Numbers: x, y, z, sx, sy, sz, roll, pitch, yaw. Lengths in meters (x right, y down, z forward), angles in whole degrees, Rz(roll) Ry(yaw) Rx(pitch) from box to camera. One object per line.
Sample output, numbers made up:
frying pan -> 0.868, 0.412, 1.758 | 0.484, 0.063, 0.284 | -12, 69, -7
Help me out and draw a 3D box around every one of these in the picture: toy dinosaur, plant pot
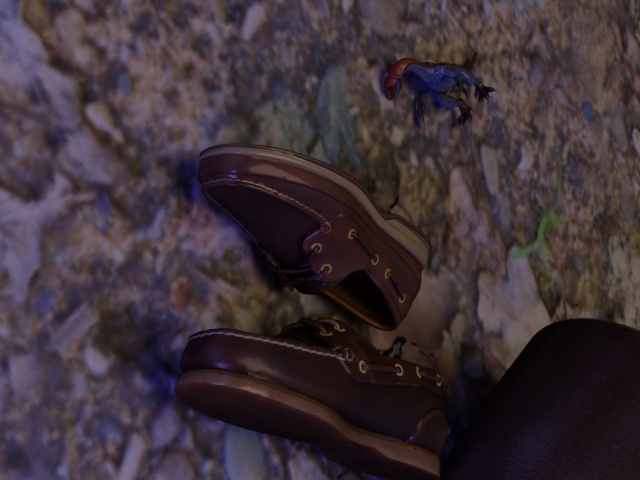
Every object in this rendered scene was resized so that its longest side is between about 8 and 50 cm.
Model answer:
toy dinosaur -> 0.074, -0.105, 0.792 | 0.082, 0.047, 0.090 | 29, 31, -31
plant pot -> 0.137, 0.200, 0.704 | 0.230, 0.215, 0.215 | -39, 113, -28

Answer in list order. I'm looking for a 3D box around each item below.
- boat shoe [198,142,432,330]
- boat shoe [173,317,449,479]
boat shoe -> 0.000, 0.000, 0.666 | 0.178, 0.064, 0.060 | 31, 62, -43
boat shoe -> 0.000, 0.079, 0.656 | 0.207, 0.073, 0.073 | 31, 62, -48
